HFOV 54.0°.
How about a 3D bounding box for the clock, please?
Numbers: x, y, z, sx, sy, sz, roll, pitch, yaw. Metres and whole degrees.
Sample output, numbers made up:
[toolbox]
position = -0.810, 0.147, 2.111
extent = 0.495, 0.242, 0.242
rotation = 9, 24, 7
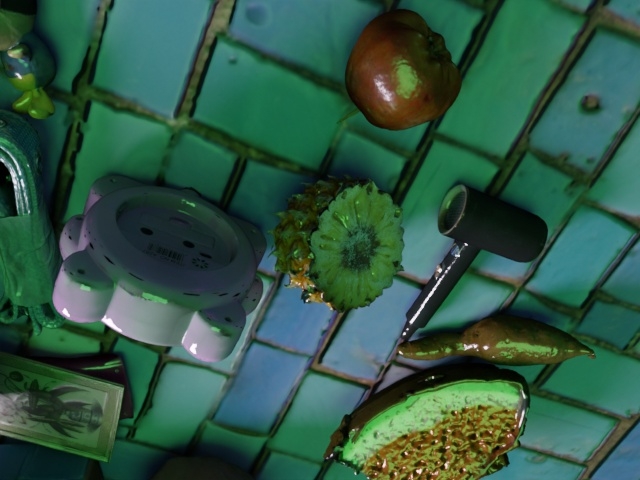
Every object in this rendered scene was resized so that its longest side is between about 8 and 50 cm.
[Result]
[clock]
position = -0.173, 0.025, 0.705
extent = 0.228, 0.248, 0.090
rotation = 20, 114, -13

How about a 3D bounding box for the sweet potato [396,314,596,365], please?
[sweet potato]
position = 0.245, 0.143, 0.899
extent = 0.270, 0.074, 0.074
rotation = -3, 120, 13

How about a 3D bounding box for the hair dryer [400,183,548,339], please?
[hair dryer]
position = 0.187, 0.049, 0.854
extent = 0.128, 0.070, 0.255
rotation = 18, 124, -13

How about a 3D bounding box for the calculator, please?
[calculator]
position = -0.379, 0.225, 0.932
extent = 0.191, 0.034, 0.126
rotation = -1, 121, -1

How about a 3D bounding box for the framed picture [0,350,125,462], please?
[framed picture]
position = -0.409, 0.242, 0.919
extent = 0.232, 0.010, 0.173
rotation = 16, 120, -5

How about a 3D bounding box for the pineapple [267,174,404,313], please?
[pineapple]
position = 0.001, -0.004, 0.775
extent = 0.176, 0.137, 0.161
rotation = -22, 114, -36

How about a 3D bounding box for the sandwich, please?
[sandwich]
position = 0.179, 0.281, 0.921
extent = 0.292, 0.109, 0.212
rotation = -40, 94, 11

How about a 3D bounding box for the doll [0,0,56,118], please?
[doll]
position = -0.334, -0.215, 0.659
extent = 0.089, 0.102, 0.179
rotation = -28, 123, -37

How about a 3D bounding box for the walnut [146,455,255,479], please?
[walnut]
position = -0.194, 0.467, 0.969
extent = 0.249, 0.248, 0.248
rotation = -1, 119, -2

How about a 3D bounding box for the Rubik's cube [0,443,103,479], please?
[Rubik's cube]
position = -0.467, 0.463, 0.949
extent = 0.231, 0.224, 0.221
rotation = 1, 121, -6

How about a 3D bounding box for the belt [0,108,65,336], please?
[belt]
position = -0.366, -0.010, 0.761
extent = 0.087, 0.072, 0.302
rotation = -2, 127, -10

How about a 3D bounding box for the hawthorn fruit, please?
[hawthorn fruit]
position = 0.087, -0.179, 0.685
extent = 0.125, 0.125, 0.140
rotation = 9, 151, -8
